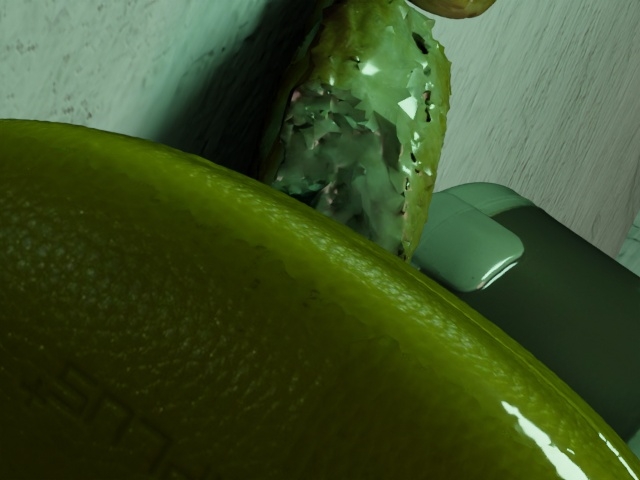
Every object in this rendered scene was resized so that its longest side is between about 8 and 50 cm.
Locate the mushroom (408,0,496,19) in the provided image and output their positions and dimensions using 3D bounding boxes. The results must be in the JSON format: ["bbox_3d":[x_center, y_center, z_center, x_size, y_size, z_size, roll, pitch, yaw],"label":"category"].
[{"bbox_3d":[0.124,-0.305,1.144,0.123,0.095,0.351,-133,-116,-76],"label":"mushroom"}]

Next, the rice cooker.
[{"bbox_3d":[0.128,0.142,1.357,0.335,0.325,0.335,-40,151,-28],"label":"rice cooker"}]

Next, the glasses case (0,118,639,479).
[{"bbox_3d":[-0.024,0.078,0.651,0.173,0.371,0.141,-58,163,6],"label":"glasses case"}]

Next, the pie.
[{"bbox_3d":[0.000,0.000,1.053,0.288,0.103,0.354,-55,161,-86],"label":"pie"}]
